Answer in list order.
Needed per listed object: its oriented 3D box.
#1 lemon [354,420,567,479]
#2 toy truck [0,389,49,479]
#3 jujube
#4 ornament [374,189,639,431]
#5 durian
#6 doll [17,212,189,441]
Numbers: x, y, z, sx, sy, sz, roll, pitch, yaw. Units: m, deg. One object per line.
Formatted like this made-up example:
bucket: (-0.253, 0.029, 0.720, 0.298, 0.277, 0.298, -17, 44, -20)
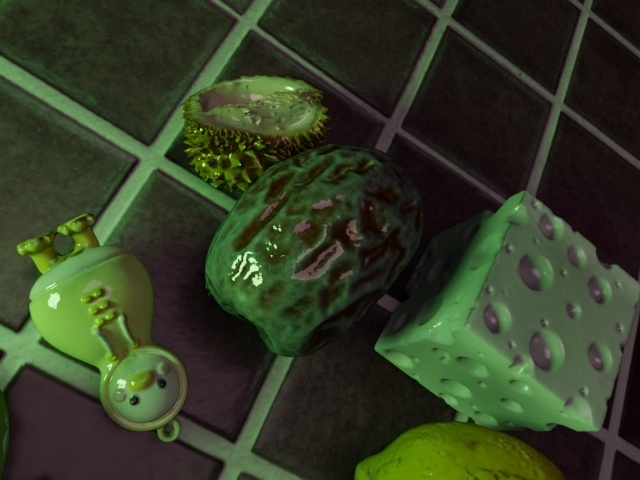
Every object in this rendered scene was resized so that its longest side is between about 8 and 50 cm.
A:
lemon: (0.186, 0.367, 0.747, 0.310, 0.258, 0.258, 23, 63, 9)
toy truck: (-0.392, 0.253, 0.589, 0.187, 0.148, 0.210, -27, 107, -27)
jujube: (0.007, 0.005, 0.783, 0.215, 0.246, 0.308, 30, 69, 35)
ornament: (0.273, 0.118, 0.868, 0.240, 0.240, 0.239, 37, 63, -9)
durian: (-0.095, -0.160, 0.856, 0.249, 0.183, 0.138, -31, 124, -32)
doll: (-0.247, 0.113, 0.703, 0.141, 0.117, 0.296, -32, 88, -26)
